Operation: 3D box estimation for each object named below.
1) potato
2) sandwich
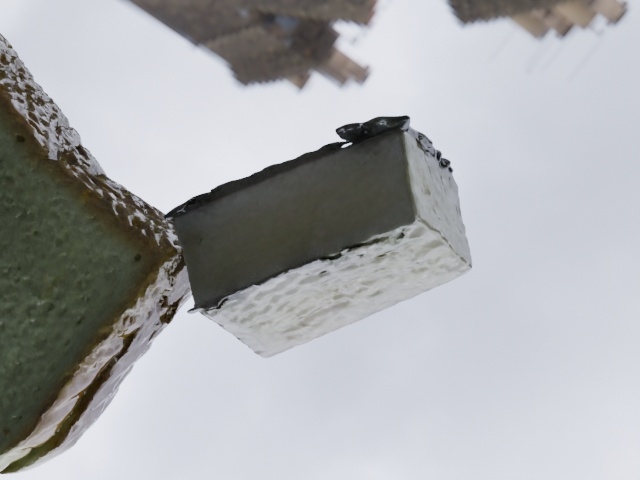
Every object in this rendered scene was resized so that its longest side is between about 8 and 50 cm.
[{"bbox_3d":[0.002,-0.001,0.743,0.122,0.086,0.061,-22,-119,21],"label":"potato"},{"bbox_3d":[-0.247,0.013,1.288,0.288,0.099,0.254,47,-67,15],"label":"sandwich"}]
